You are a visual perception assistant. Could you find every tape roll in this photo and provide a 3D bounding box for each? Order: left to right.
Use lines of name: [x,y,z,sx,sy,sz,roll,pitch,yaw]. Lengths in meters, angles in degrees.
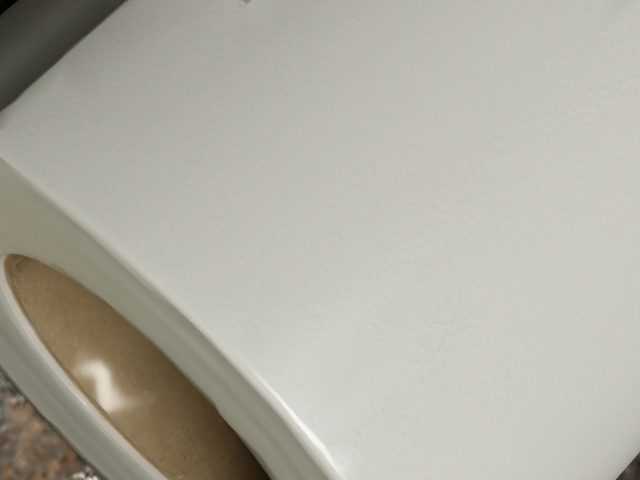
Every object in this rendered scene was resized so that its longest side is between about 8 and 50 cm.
tape roll: [0.000,0.000,0.626,0.169,0.246,0.246,-44,117,-21]
